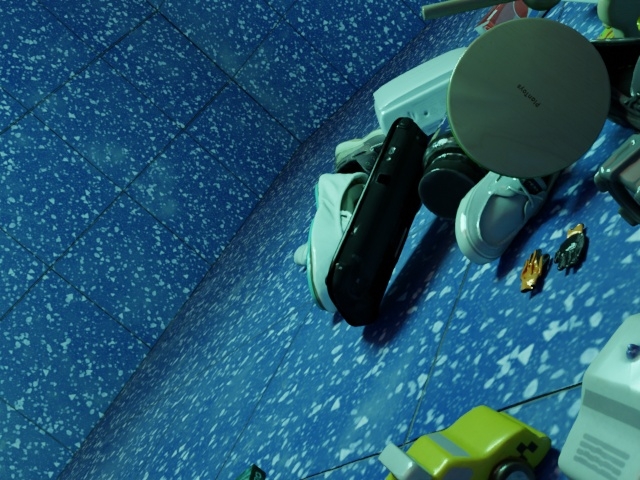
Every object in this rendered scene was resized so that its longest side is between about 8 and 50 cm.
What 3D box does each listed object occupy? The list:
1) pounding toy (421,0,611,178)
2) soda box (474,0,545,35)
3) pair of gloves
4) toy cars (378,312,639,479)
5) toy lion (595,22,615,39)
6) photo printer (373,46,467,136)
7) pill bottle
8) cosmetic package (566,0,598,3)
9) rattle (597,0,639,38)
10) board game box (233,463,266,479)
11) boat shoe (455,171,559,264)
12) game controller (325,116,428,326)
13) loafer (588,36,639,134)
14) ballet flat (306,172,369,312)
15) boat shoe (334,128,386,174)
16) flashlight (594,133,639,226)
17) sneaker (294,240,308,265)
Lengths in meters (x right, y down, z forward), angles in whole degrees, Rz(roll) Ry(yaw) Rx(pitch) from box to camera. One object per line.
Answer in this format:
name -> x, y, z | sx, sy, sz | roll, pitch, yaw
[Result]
pounding toy -> 0.239, -0.191, 0.878 | 0.182, 0.237, 0.110 | -17, -1, 12
soda box -> 0.471, -0.548, 1.624 | 0.263, 0.092, 0.083 | -50, 11, -6
pair of gloves -> 0.250, 0.020, 0.780 | 0.083, 0.010, 0.074 | -36, 15, 38
toy cars -> 0.155, 0.146, 0.526 | 0.393, 0.087, 0.176 | -41, 14, 33
toy lion -> 0.436, -0.296, 1.094 | 0.100, 0.034, 0.096 | -43, 20, 26
photo printer -> 0.239, -0.317, 1.553 | 0.256, 0.107, 0.307 | -26, 16, 10
pill bottle -> 0.226, -0.133, 1.094 | 0.123, 0.123, 0.219 | -36, 16, 47
cosmetic package -> 0.460, -0.479, 1.131 | 0.196, 0.155, 0.365 | -19, 16, 10
rattle -> 0.369, -0.313, 0.903 | 0.143, 0.199, 0.130 | -111, 34, -42
board game box -> -0.153, 0.401, 0.985 | 0.186, 0.026, 0.126 | -44, 13, 22
boat shoe -> 0.245, -0.065, 0.908 | 0.227, 0.079, 0.081 | -52, 7, -33
game controller -> 0.096, -0.028, 1.101 | 0.166, 0.067, 0.319 | 69, -138, -59
loafer -> 0.363, -0.177, 0.796 | 0.109, 0.095, 0.302 | -47, 11, 8
ballet flat -> 0.052, -0.024, 1.368 | 0.139, 0.139, 0.400 | -43, 21, 25
boat shoe -> 0.132, -0.206, 1.775 | 0.285, 0.102, 0.092 | -7, 68, 53
flashlight -> 0.375, -0.126, 0.599 | 0.304, 0.103, 0.103 | -43, -17, 8
sneaker -> 0.000, 0.000, 1.697 | 0.152, 0.053, 0.061 | -56, 22, -9
